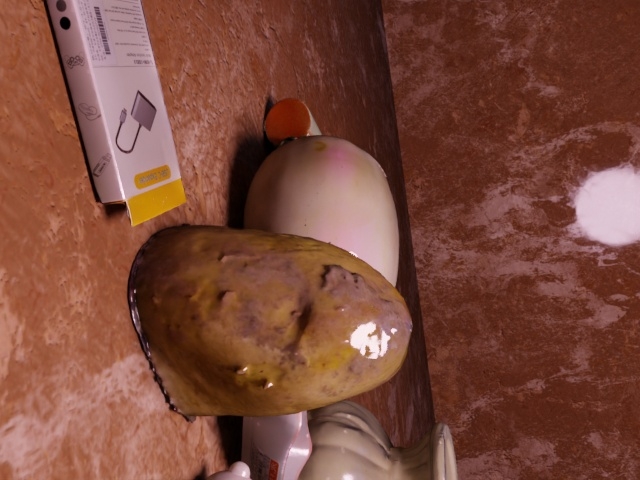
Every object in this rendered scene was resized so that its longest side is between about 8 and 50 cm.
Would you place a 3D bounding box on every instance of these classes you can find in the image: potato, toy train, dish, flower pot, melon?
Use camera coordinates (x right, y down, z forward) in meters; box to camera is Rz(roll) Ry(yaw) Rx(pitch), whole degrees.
[{"bbox_3d":[-0.035,0.085,0.705,0.229,0.266,0.229,-4,90,-76],"label":"potato"},{"bbox_3d":[-0.014,-0.124,1.158,0.285,0.116,0.177,53,22,-59],"label":"toy train"},{"bbox_3d":[-0.053,0.245,0.829,0.151,0.077,0.212,-69,168,-57],"label":"dish"},{"bbox_3d":[0.092,0.406,1.043,0.307,0.244,0.307,-6,90,-74],"label":"flower pot"},{"bbox_3d":[0.000,0.000,0.926,0.223,0.223,0.317,47,39,-64],"label":"melon"}]

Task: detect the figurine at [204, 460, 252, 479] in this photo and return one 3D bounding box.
[{"bbox_3d":[-0.111,0.293,0.667,0.146,0.081,0.098,9,75,-74],"label":"figurine"}]

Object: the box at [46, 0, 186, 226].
[{"bbox_3d":[-0.197,-0.144,0.643,0.129,0.033,0.247,-47,128,-71],"label":"box"}]
